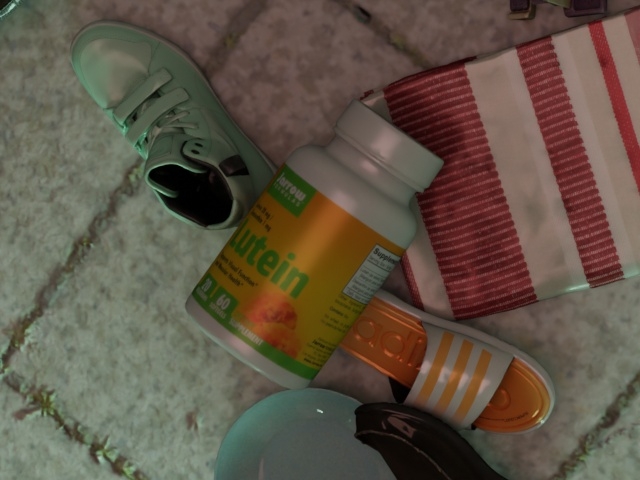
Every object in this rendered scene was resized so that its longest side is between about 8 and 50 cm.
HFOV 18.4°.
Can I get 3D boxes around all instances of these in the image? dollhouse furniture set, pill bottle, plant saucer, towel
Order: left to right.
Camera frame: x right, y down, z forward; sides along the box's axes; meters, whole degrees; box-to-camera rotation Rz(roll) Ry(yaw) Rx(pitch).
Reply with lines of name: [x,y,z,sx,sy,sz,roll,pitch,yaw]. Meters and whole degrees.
plant saucer: [-0.004,0.233,1.891,0.195,0.037,0.195,2,97,13]
pill bottle: [0.000,0.000,1.772,0.136,0.136,0.245,36,95,6]
dollhouse furniture set: [0.198,-0.261,1.756,0.091,0.081,0.114,-2,83,35]
towel: [0.213,-0.068,1.806,0.329,0.037,0.237,-16,96,16]

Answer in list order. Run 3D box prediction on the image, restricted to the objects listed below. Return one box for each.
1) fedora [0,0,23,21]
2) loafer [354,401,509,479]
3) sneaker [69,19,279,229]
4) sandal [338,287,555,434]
fedora: [-0.389,-0.269,1.776,0.275,0.243,0.124,-19,64,-14]
loafer: [0.115,0.228,1.810,0.220,0.080,0.078,37,68,-8]
sneaker: [-0.147,-0.110,1.820,0.256,0.151,0.094,43,105,6]
sandal: [0.084,0.119,1.824,0.265,0.076,0.102,25,125,12]
